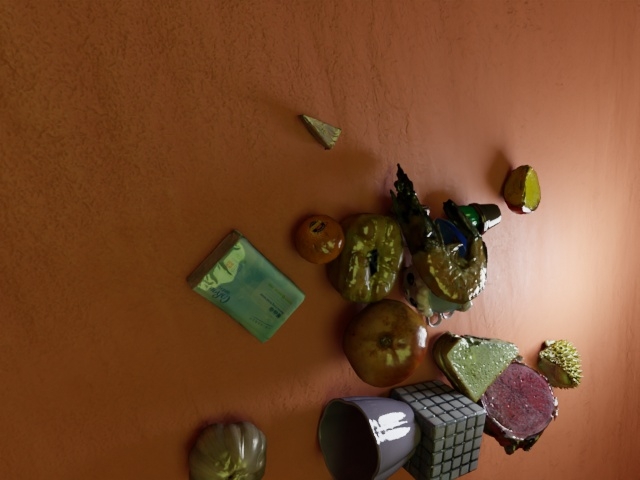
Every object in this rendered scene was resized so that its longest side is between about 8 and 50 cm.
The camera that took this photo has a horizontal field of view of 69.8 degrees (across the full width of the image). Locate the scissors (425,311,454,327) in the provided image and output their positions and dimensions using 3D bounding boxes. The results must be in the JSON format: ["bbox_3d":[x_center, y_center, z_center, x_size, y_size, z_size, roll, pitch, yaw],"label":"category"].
[{"bbox_3d":[0.386,0.179,1.547,0.118,0.030,0.242,-29,114,-16],"label":"scissors"}]

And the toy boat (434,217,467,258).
[{"bbox_3d":[0.438,0.044,1.504,0.129,0.088,0.295,-22,116,20],"label":"toy boat"}]

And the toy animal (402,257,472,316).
[{"bbox_3d":[0.362,0.147,1.425,0.204,0.156,0.208,-8,107,2],"label":"toy animal"}]

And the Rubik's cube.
[{"bbox_3d":[0.380,0.638,1.542,0.238,0.237,0.237,-3,103,-31],"label":"Rubik's cube"}]

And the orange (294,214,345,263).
[{"bbox_3d":[-0.002,0.001,1.223,0.135,0.135,0.117,-28,138,-21],"label":"orange"}]

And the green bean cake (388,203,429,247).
[{"bbox_3d":[0.265,-0.048,1.405,0.135,0.056,0.135,0,103,-30],"label":"green bean cake"}]

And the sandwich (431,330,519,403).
[{"bbox_3d":[0.548,0.397,1.624,0.288,0.099,0.254,-37,101,-19],"label":"sandwich"}]

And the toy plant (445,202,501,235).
[{"bbox_3d":[0.491,-0.060,1.513,0.200,0.105,0.143,-15,132,-6],"label":"toy plant"}]

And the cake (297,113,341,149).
[{"bbox_3d":[-0.006,-0.298,1.189,0.121,0.052,0.065,39,87,-31],"label":"cake"}]

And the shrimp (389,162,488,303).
[{"bbox_3d":[0.345,-0.036,1.324,0.272,0.085,0.445,-26,84,-29],"label":"shrimp"}]

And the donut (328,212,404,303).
[{"bbox_3d":[0.131,0.050,1.311,0.208,0.128,0.261,12,96,-33],"label":"donut"}]

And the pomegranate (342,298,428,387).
[{"bbox_3d":[0.190,0.306,1.361,0.252,0.229,0.270,-48,163,-13],"label":"pomegranate"}]

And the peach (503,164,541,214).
[{"bbox_3d":[0.699,-0.175,1.604,0.127,0.092,0.172,-16,99,-31],"label":"peach"}]

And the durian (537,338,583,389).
[{"bbox_3d":[1.016,0.519,1.951,0.306,0.166,0.172,43,50,-37],"label":"durian"}]

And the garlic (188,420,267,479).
[{"bbox_3d":[-0.242,0.596,1.225,0.228,0.152,0.228,-4,98,-31],"label":"garlic"}]

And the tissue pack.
[{"bbox_3d":[-0.180,0.123,1.174,0.177,0.089,0.263,-48,120,-8],"label":"tissue pack"}]

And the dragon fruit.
[{"bbox_3d":[0.693,0.634,1.733,0.314,0.296,0.263,-38,152,-20],"label":"dragon fruit"}]

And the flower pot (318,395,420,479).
[{"bbox_3d":[0.165,0.605,1.410,0.243,0.265,0.265,6,100,-39],"label":"flower pot"}]
